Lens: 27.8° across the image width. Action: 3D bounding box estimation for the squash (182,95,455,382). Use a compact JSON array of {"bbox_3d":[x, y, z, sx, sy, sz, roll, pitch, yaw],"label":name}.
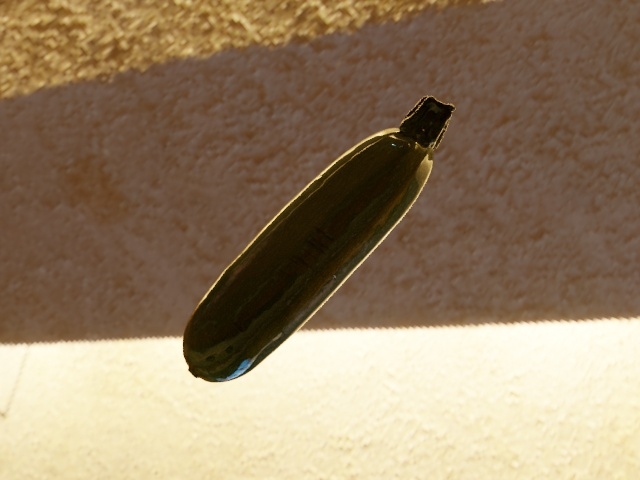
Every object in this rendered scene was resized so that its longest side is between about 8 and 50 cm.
[{"bbox_3d":[0.000,0.000,0.875,0.066,0.252,0.066,41,-15,14],"label":"squash"}]
